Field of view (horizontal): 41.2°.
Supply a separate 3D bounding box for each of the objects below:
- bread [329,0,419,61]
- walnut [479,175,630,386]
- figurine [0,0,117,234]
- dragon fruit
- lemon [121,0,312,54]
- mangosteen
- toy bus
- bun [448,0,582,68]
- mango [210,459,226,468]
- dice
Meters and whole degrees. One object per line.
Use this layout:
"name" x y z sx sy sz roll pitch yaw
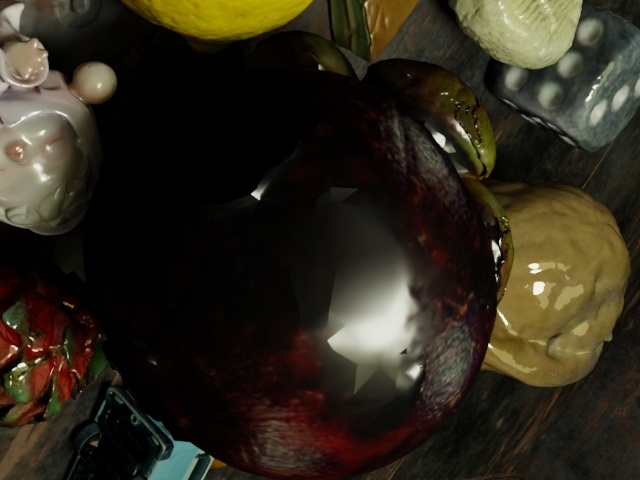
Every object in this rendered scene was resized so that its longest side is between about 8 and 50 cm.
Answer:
"bread" 0.083 -0.289 1.016 0.139 0.074 0.084 -37 141 -24
"walnut" 0.290 0.065 1.342 0.383 0.383 0.383 -29 138 -30
"figurine" -0.276 -0.119 0.715 0.200 0.133 0.276 -30 135 -10
"dragon fruit" -0.304 0.102 0.839 0.189 0.182 0.182 -29 139 -43
"lemon" -0.091 -0.281 0.700 0.228 0.228 0.253 -37 145 -21
"mangosteen" -0.014 -0.003 0.774 0.421 0.381 0.381 -63 146 -11
"toy bus" -0.244 0.324 1.124 0.165 0.133 0.271 2 121 -55
"bun" 0.254 -0.333 1.116 0.220 0.134 0.220 -3 94 -42
"mango" -0.152 0.283 1.231 0.105 0.084 0.159 -17 131 -32
"dice" 0.381 -0.253 1.285 0.183 0.181 0.182 18 105 -55
